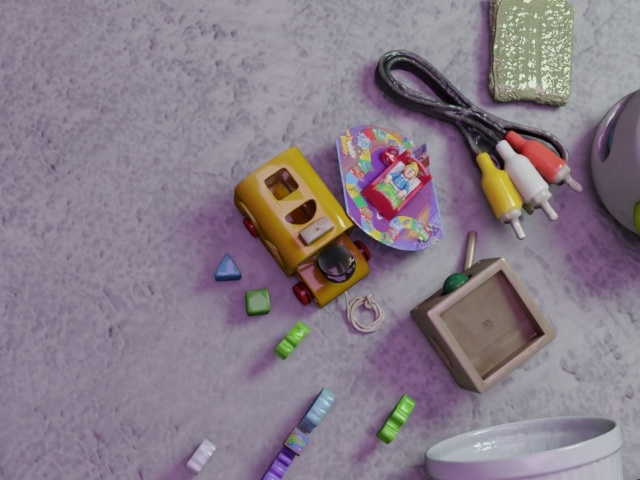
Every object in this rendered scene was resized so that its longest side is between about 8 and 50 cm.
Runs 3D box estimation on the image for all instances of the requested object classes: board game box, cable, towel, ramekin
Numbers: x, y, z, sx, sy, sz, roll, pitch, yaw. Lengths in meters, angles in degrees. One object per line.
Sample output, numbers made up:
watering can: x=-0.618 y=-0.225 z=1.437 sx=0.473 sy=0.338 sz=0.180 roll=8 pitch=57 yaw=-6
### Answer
board game box: x=0.088 y=-0.071 z=1.208 sx=0.133 sy=0.033 sz=0.168 roll=9 pitch=57 yaw=-29
cable: x=0.196 y=-0.140 z=1.255 sx=0.139 sy=0.072 sz=0.287 roll=-37 pitch=83 yaw=-17
towel: x=0.262 y=-0.239 z=1.305 sx=0.110 sy=0.027 sz=0.148 roll=4 pitch=76 yaw=-5
ramekin: x=0.220 y=0.260 z=1.106 sx=0.207 sy=0.207 sz=0.109 roll=-10 pitch=88 yaw=-7

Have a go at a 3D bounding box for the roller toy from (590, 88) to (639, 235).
roller toy: x=0.426 y=-0.097 z=1.228 sx=0.209 sy=0.146 sz=0.191 roll=-18 pitch=89 yaw=-14

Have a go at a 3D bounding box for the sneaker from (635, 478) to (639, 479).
sneaker: x=0.390 y=0.401 z=1.147 sx=0.124 sy=0.107 sz=0.283 roll=0 pitch=69 yaw=2

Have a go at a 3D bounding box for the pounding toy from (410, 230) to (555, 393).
pounding toy: x=0.180 y=0.078 z=1.204 sx=0.130 sy=0.100 sz=0.141 roll=-35 pitch=93 yaw=-11

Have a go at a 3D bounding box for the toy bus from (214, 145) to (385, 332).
toy bus: x=-0.011 y=-0.006 z=1.190 sx=0.202 sy=0.104 sz=0.190 roll=8 pitch=77 yaw=-3

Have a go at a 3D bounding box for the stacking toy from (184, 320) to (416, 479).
stacking toy: x=-0.024 y=0.221 z=1.170 sx=0.167 sy=0.052 sz=0.221 roll=37 pitch=75 yaw=2
